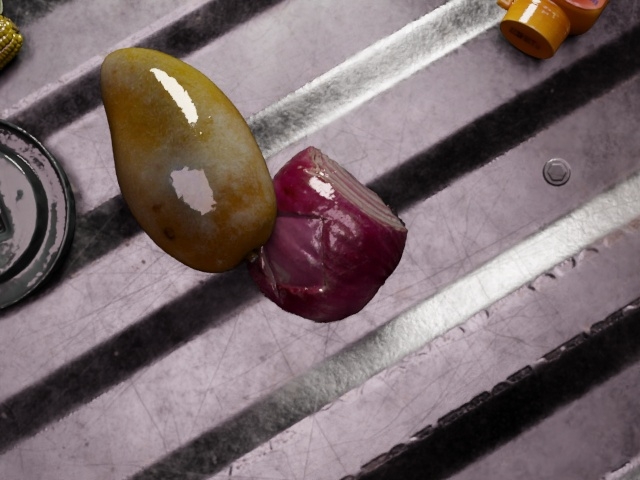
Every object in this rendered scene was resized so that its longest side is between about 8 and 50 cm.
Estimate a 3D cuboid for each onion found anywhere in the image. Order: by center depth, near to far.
[{"bbox_3d":[0.000,0.000,1.317,0.250,0.111,0.247,39,85,0],"label":"onion"}]

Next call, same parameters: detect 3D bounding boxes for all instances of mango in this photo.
[{"bbox_3d":[-0.208,-0.124,1.275,0.221,0.199,0.384,-33,86,-1],"label":"mango"}]

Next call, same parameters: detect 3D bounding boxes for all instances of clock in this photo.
[{"bbox_3d":[-0.551,-0.040,1.332,0.319,0.066,0.319,0,87,-1],"label":"clock"}]

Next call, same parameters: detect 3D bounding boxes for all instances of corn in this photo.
[{"bbox_3d":[-0.577,-0.271,1.342,0.231,0.080,0.080,-44,88,-1],"label":"corn"}]

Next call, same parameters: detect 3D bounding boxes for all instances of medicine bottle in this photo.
[{"bbox_3d":[0.391,-0.411,1.344,0.149,0.112,0.222,34,86,1],"label":"medicine bottle"}]

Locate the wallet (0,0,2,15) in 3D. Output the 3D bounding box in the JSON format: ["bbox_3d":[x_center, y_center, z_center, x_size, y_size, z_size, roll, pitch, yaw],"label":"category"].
[{"bbox_3d":[-0.683,-0.408,1.284,0.309,0.223,0.077,-9,60,-1],"label":"wallet"}]
